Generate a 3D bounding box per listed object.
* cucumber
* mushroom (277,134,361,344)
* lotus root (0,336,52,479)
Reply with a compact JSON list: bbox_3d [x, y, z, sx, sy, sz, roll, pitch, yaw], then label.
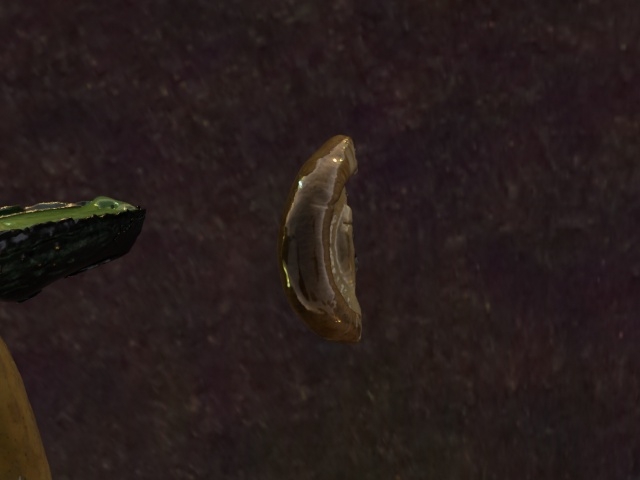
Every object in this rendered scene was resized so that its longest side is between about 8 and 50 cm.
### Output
[{"bbox_3d":[-0.253,0.004,1.316,0.115,0.193,0.085,2,106,39],"label":"cucumber"},{"bbox_3d":[-0.002,-0.001,1.399,0.072,0.094,0.209,-5,86,21],"label":"mushroom"},{"bbox_3d":[-0.286,0.134,1.032,0.151,0.169,0.342,-15,90,23],"label":"lotus root"}]
